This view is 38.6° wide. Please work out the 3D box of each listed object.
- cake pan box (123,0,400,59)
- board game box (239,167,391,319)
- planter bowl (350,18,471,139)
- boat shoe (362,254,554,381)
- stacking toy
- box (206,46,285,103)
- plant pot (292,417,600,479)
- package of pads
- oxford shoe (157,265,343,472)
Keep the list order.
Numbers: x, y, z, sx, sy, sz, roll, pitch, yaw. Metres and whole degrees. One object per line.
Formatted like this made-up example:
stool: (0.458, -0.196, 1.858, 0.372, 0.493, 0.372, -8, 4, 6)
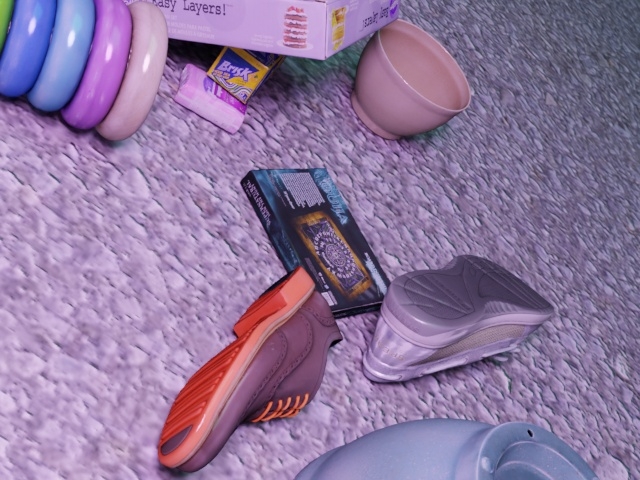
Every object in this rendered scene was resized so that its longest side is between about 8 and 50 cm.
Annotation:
cake pan box: (-0.067, -0.281, 1.059, 0.267, 0.070, 0.246, 12, 25, 18)
board game box: (0.000, 0.000, 1.025, 0.126, 0.026, 0.186, -6, 61, -47)
planter bowl: (0.110, -0.207, 1.252, 0.162, 0.109, 0.162, 26, 41, -25)
boat shoe: (0.164, 0.093, 1.055, 0.118, 0.103, 0.320, 42, 27, 26)
stacking toy: (-0.313, -0.198, 0.826, 0.330, 0.141, 0.141, 14, 48, -30)
box: (-0.078, -0.224, 1.102, 0.059, 0.054, 0.169, 36, 27, -6)
plant pot: (0.131, 0.270, 0.766, 0.293, 0.196, 0.293, 26, 41, -26)
package of pads: (-0.125, -0.162, 1.047, 0.083, 0.032, 0.050, 29, 39, -23)
oxford shoe: (-0.047, 0.123, 0.814, 0.098, 0.097, 0.271, 49, 36, -7)
